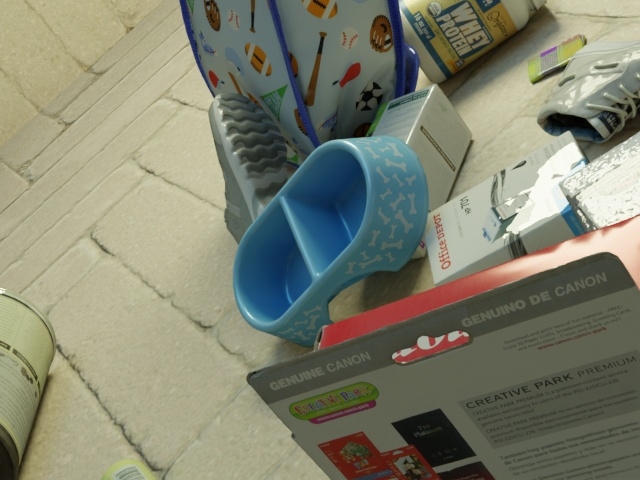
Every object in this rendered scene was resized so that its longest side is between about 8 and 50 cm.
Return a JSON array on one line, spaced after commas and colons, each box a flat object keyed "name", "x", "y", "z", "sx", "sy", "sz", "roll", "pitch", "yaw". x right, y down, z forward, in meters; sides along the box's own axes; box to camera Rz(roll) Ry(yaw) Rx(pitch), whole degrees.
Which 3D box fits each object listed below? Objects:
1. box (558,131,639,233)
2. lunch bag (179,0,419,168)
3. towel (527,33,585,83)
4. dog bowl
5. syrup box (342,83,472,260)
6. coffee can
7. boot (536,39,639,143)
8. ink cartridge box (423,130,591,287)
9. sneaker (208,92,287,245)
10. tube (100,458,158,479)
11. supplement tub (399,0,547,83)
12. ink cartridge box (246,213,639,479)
[{"name": "box", "x": 0.357, "y": -0.036, "z": 0.935, "sx": 0.247, "sy": 0.142, "sz": 0.163, "roll": -32, "pitch": 28, "yaw": 13}, {"name": "lunch bag", "x": -0.033, "y": -0.281, "z": 1.561, "sx": 0.239, "sy": 0.385, "sz": 0.328, "roll": -21, "pitch": 19, "yaw": -23}, {"name": "towel", "x": 0.314, "y": -0.242, "z": 1.449, "sx": 0.083, "sy": 0.009, "sz": 0.060, "roll": -26, "pitch": 30, "yaw": 26}, {"name": "dog bowl", "x": 0.000, "y": 0.000, "z": 1.252, "sx": 0.297, "sy": 0.074, "sz": 0.165, "roll": -47, "pitch": 51, "yaw": 34}, {"name": "syrup box", "x": 0.101, "y": -0.080, "z": 1.372, "sx": 0.093, "sy": 0.096, "sz": 0.236, "roll": -17, "pitch": 33, "yaw": 41}, {"name": "coffee can", "x": -0.498, "y": 0.221, "z": 1.544, "sx": 0.202, "sy": 0.201, "sz": 0.275, "roll": -30, "pitch": 28, "yaw": 17}, {"name": "boot", "x": 0.351, "y": -0.160, "z": 1.208, "sx": 0.123, "sy": 0.095, "sz": 0.258, "roll": -54, "pitch": 21, "yaw": -14}, {"name": "ink cartridge box", "x": 0.210, "y": -0.009, "z": 1.146, "sx": 0.191, "sy": 0.082, "sz": 0.139, "roll": -30, "pitch": 29, "yaw": 15}, {"name": "sneaker", "x": -0.103, "y": -0.066, "z": 1.465, "sx": 0.115, "sy": 0.105, "sz": 0.281, "roll": -33, "pitch": 67, "yaw": 40}, {"name": "tube", "x": -0.169, "y": 0.313, "z": 1.161, "sx": 0.240, "sy": 0.062, "sz": 0.070, "roll": 29, "pitch": 114, "yaw": 56}, {"name": "supplement tub", "x": 0.208, "y": -0.336, "z": 1.574, "sx": 0.200, "sy": 0.144, "sz": 0.144, "roll": -34, "pitch": 27, "yaw": 12}, {"name": "ink cartridge box", "x": 0.147, "y": 0.107, "z": 0.836, "sx": 0.310, "sy": 0.272, "sz": 0.130, "roll": -22, "pitch": 32, "yaw": 30}]
